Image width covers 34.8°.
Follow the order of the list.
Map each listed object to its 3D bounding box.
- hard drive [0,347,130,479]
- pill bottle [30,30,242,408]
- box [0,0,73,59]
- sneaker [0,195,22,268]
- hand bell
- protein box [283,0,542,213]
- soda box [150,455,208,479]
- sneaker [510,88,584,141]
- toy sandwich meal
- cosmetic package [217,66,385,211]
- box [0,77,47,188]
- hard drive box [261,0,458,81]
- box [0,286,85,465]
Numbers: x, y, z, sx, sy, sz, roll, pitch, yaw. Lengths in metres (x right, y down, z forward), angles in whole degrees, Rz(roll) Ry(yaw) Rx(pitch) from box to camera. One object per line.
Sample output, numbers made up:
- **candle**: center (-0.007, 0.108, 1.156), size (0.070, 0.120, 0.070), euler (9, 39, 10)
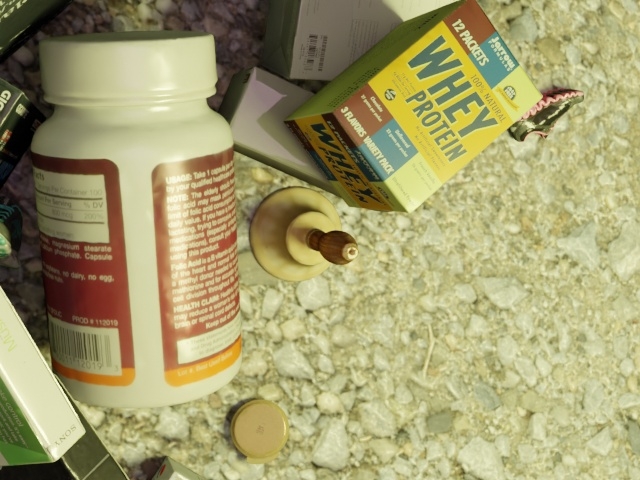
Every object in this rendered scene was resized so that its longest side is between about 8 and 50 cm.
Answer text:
- **hard drive**: center (-0.378, 0.191, 1.153), size (0.339, 0.236, 0.064), euler (57, 40, -12)
- **pill bottle**: center (-0.205, -0.032, 1.151), size (0.224, 0.224, 0.392), euler (-5, 105, -16)
- **box**: center (-0.475, -0.234, 0.956), size (0.480, 0.472, 0.297), euler (-44, 105, -9)
- **sneaker**: center (-0.374, -0.017, 1.170), size (0.065, 0.166, 0.076), euler (11, 78, -10)
- **hand bell**: center (0.000, 0.000, 1.231), size (0.126, 0.242, 0.126), euler (-1, 94, -15)
- **protein box**: center (0.096, -0.146, 1.139), size (0.200, 0.201, 0.136), euler (-41, 103, -10)
- **soda box**: center (-0.123, 0.367, 1.312), size (0.216, 0.074, 0.069), euler (35, 84, -16)
- **sneaker**: center (0.312, -0.172, 1.413), size (0.119, 0.047, 0.057), euler (-22, 107, -6)
- **toy sandwich meal**: center (-0.079, 0.249, 1.341), size (0.085, 0.029, 0.086), euler (0, 87, -7)
- **cosmetic package**: center (-0.010, -0.124, 1.279), size (0.237, 0.127, 0.107), euler (20, 89, -15)
- **box**: center (-0.380, -0.088, 1.126), size (0.051, 0.220, 0.175), euler (32, 85, -7)
- **hard drive box**: center (0.058, -0.287, 1.257), size (0.232, 0.089, 0.181), euler (0, 110, -29)
- **box**: center (-0.414, 0.132, 1.061), size (0.058, 0.322, 0.232), euler (-45, 115, -47)
